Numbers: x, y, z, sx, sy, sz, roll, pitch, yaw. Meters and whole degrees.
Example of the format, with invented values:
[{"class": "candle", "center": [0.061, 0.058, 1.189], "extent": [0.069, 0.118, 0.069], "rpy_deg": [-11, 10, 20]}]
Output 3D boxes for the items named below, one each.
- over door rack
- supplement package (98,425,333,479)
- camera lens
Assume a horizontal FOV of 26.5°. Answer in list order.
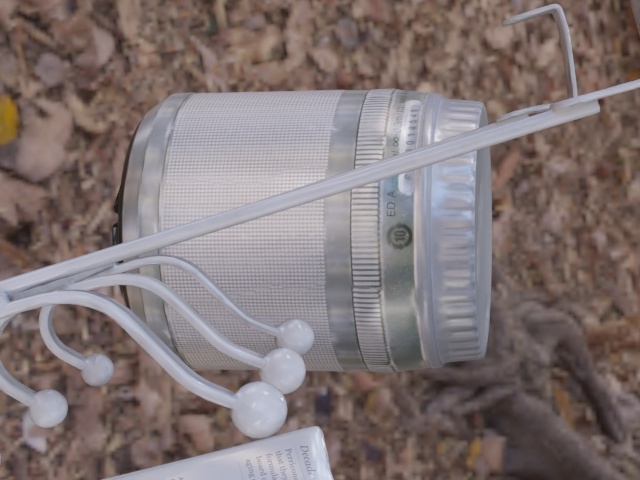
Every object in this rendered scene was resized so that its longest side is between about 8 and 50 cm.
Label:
[{"class": "over door rack", "center": [0.000, 0.000, 0.613], "extent": [0.108, 0.324, 0.239], "rpy_deg": [61, 3, -2]}, {"class": "supplement package", "center": [-0.033, 0.265, 0.698], "extent": [0.204, 0.145, 0.262], "rpy_deg": [91, -16, -61]}, {"class": "camera lens", "center": [-0.009, -0.008, 1.061], "extent": [0.219, 0.274, 0.219], "rpy_deg": [0, 90, -79]}]
